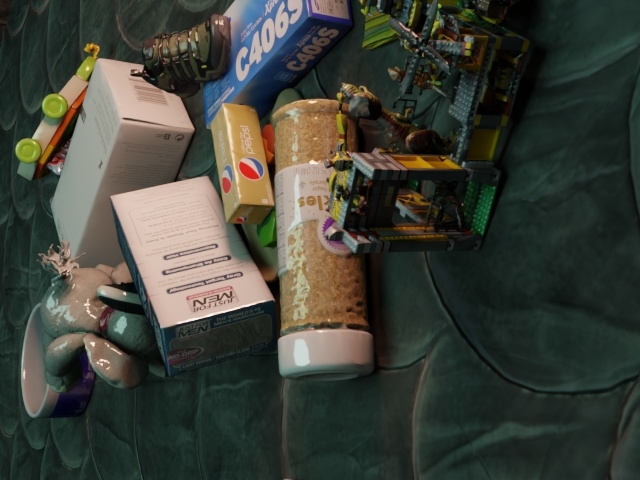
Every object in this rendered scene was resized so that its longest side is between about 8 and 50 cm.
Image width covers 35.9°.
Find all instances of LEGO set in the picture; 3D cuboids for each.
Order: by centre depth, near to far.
[{"bbox_3d":[0.073,-0.136,1.082,0.255,0.192,0.331,54,136,47],"label":"LEGO set"}]

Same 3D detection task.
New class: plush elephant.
[{"bbox_3d":[-0.359,0.155,1.781,0.255,0.272,0.330,29,153,21],"label":"plush elephant"}]

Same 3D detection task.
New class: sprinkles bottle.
[{"bbox_3d":[0.000,0.000,1.281,0.121,0.121,0.355,-26,62,56],"label":"sprinkles bottle"}]

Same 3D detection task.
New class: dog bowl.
[{"bbox_3d":[-0.609,0.278,2.288,0.265,0.104,0.264,-18,70,58],"label":"dog bowl"}]

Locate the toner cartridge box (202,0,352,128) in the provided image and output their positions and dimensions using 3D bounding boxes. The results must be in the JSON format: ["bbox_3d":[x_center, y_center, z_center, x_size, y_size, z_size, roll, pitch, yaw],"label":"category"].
[{"bbox_3d":[-0.079,-0.314,1.520,0.348,0.075,0.165,-36,53,52],"label":"toner cartridge box"}]

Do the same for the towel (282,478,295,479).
[{"bbox_3d":[-0.005,0.481,1.288,0.324,0.056,0.312,-9,80,57],"label":"towel"}]

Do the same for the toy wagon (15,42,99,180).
[{"bbox_3d":[-0.597,-0.299,2.309,0.344,0.068,0.267,-57,7,8],"label":"toy wagon"}]

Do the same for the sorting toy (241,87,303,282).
[{"bbox_3d":[-0.054,-0.050,1.461,0.229,0.041,0.307,-59,38,36],"label":"sorting toy"}]

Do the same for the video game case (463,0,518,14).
[{"bbox_3d":[0.193,-0.357,1.057,0.183,0.023,0.201,-25,76,62],"label":"video game case"}]

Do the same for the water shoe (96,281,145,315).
[{"bbox_3d":[-0.272,0.084,1.665,0.073,0.203,0.080,126,151,-66],"label":"water shoe"}]

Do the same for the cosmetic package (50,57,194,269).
[{"bbox_3d":[-0.402,-0.138,1.960,0.385,0.156,0.217,-62,38,31],"label":"cosmetic package"}]

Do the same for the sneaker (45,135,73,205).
[{"bbox_3d":[-0.563,-0.181,2.272,0.104,0.125,0.261,11,94,59],"label":"sneaker"}]

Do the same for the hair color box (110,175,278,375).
[{"bbox_3d":[-0.206,0.044,1.552,0.347,0.174,0.105,-122,24,-48],"label":"hair color box"}]

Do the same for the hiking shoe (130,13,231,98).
[{"bbox_3d":[-0.222,-0.292,1.571,0.227,0.114,0.086,-32,58,54],"label":"hiking shoe"}]

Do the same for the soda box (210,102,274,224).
[{"bbox_3d":[-0.120,-0.117,1.496,0.061,0.058,0.181,-49,47,51],"label":"soda box"}]

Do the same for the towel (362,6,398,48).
[{"bbox_3d":[0.088,-0.376,1.299,0.102,0.021,0.237,-9,77,58],"label":"towel"}]
